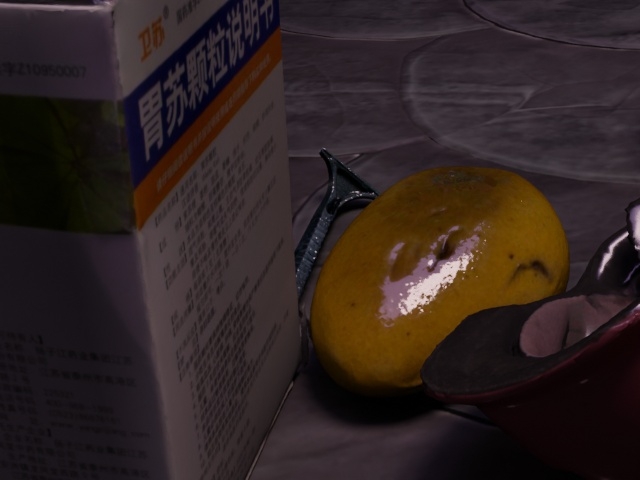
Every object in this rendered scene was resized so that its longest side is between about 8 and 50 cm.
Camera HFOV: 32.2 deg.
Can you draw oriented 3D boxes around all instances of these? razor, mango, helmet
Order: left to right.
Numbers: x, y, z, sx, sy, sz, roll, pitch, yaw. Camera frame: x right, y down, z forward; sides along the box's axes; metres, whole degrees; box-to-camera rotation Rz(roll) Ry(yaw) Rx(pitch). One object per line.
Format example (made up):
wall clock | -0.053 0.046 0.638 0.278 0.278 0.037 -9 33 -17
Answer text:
razor | -0.003 0.004 0.799 0.066 0.033 0.190 38 35 -9
mango | 0.072 0.024 0.677 0.137 0.098 0.195 19 40 27
helmet | 0.192 0.053 0.553 0.253 0.154 0.198 -40 8 -34

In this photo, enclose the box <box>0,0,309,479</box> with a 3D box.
box | -0.090 -0.005 0.541 0.107 0.299 0.200 4 30 14
